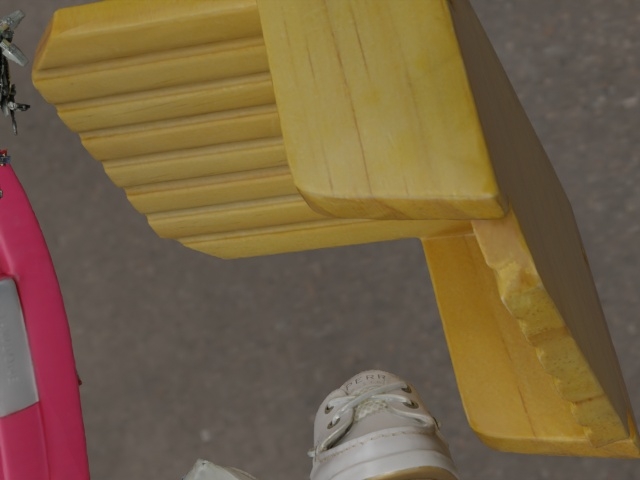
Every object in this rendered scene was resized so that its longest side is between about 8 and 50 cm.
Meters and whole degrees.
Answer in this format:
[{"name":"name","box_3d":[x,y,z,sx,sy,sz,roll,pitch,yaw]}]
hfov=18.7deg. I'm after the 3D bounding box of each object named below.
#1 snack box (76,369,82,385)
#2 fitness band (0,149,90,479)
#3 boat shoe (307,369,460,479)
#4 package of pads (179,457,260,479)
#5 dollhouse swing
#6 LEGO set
[{"name":"snack box","box_3d":[-0.223,0.067,1.126,0.100,0.141,0.037,63,172,15]},{"name":"fitness band","box_3d":[-0.211,0.058,1.135,0.209,0.054,0.291,29,130,50]},{"name":"boat shoe","box_3d":[0.033,0.134,1.282,0.277,0.098,0.096,100,162,-80]},{"name":"package of pads","box_3d":[-0.032,0.329,1.463,0.296,0.229,0.101,34,166,3]},{"name":"dollhouse swing","box_3d":[0.000,0.000,1.291,0.347,0.305,0.315,55,-161,-52]},{"name":"LEGO set","box_3d":[-0.145,-0.059,0.835,0.054,0.023,0.083,13,99,58]}]
